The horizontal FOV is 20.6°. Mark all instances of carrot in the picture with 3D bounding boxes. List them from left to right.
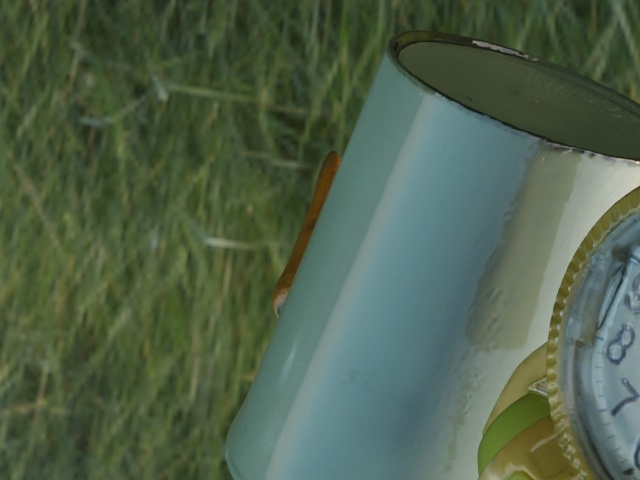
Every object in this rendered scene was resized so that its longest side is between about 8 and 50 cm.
[{"bbox_3d":[0.000,0.000,1.800,0.061,0.256,0.061,9,136,9],"label":"carrot"}]

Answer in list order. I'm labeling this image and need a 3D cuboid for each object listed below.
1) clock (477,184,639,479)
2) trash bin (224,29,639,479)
[{"bbox_3d":[0.238,0.108,1.053,0.200,0.244,0.317,0,127,-36],"label":"clock"},{"bbox_3d":[0.099,0.075,1.421,0.280,0.280,0.432,14,111,-12],"label":"trash bin"}]
